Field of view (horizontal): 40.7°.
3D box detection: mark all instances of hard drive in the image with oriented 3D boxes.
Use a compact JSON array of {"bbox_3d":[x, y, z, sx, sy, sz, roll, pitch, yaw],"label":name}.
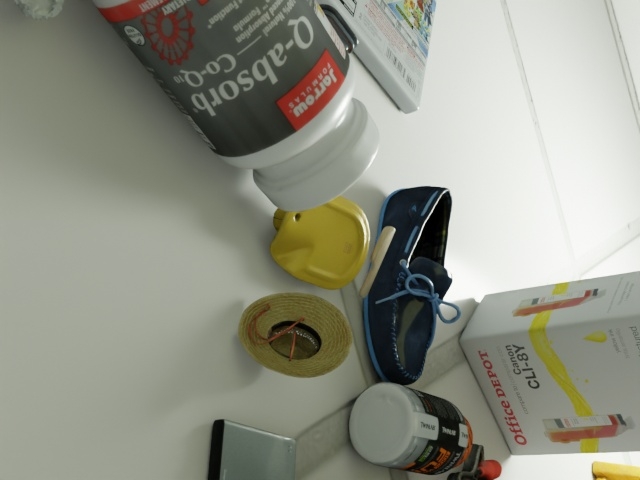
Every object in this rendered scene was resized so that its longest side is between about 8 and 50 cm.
[{"bbox_3d":[-0.081,0.273,1.028,0.135,0.022,0.094,29,55,-46],"label":"hard drive"}]

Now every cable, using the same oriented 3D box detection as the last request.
[{"bbox_3d":[0.255,0.381,1.367,0.287,0.072,0.140,48,36,-63],"label":"cable"}]

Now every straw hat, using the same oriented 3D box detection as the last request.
[{"bbox_3d":[-0.035,0.135,1.099,0.061,0.144,0.144,102,11,-45],"label":"straw hat"}]

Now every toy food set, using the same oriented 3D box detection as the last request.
[{"bbox_3d":[0.000,0.000,1.213,0.217,0.071,0.128,25,82,-46],"label":"toy food set"}]

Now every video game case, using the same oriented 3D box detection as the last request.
[{"bbox_3d":[0.097,-0.437,1.527,0.329,0.036,0.300,43,46,-37],"label":"video game case"}]

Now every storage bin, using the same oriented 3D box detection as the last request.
[{"bbox_3d":[-0.026,-0.255,1.214,0.098,0.135,0.091,47,55,-35],"label":"storage bin"}]

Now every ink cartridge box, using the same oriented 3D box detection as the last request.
[{"bbox_3d":[0.481,0.223,1.524,0.160,0.384,0.279,-46,115,-48],"label":"ink cartridge box"}]

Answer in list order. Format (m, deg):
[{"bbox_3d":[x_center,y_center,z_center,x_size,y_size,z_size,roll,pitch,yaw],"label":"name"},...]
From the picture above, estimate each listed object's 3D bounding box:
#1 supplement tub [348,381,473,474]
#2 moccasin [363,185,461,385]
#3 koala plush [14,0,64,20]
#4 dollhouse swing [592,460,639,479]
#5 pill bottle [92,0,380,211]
[{"bbox_3d":[0.137,0.277,1.251,0.190,0.117,0.117,25,58,-47],"label":"supplement tub"},{"bbox_3d":[0.145,0.053,1.342,0.137,0.116,0.342,32,53,-45],"label":"moccasin"},{"bbox_3d":[-0.291,-0.350,0.859,0.196,0.203,0.221,-86,164,-44],"label":"koala plush"},{"bbox_3d":[0.765,0.682,1.827,0.315,0.304,0.347,49,43,-33],"label":"dollhouse swing"},{"bbox_3d":[-0.086,-0.219,1.030,0.363,0.210,0.210,52,41,-34],"label":"pill bottle"}]
